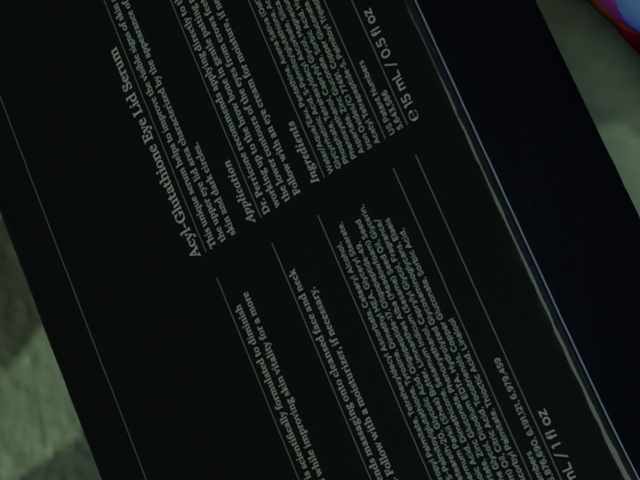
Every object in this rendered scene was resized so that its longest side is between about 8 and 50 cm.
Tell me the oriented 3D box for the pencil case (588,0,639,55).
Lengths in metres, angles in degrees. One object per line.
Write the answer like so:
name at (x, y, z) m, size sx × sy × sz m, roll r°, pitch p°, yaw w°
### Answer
pencil case at (0.129, -0.105, 0.561) m, size 0.104 × 0.104 × 0.236 m, roll -37°, pitch 76°, yaw 7°

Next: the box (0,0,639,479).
box at (0.000, 0.000, 0.549) m, size 0.184 × 0.103 × 0.261 m, roll -30°, pitch 75°, yaw 29°
